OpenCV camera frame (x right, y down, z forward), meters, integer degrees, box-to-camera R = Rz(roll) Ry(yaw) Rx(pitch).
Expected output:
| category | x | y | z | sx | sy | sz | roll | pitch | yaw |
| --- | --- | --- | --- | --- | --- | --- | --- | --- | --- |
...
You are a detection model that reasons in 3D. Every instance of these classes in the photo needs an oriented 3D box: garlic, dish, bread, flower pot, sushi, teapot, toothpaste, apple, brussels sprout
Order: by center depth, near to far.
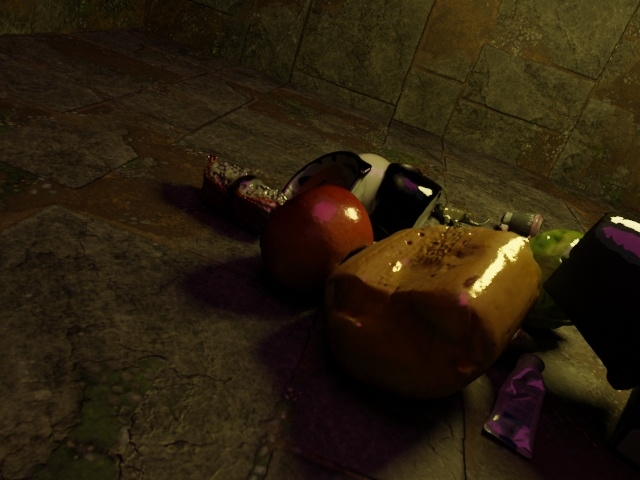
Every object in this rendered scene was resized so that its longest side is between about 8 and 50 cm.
| category | x | y | z | sx | sy | sz | roll | pitch | yaw |
| --- | --- | --- | --- | --- | --- | --- | --- | --- | --- |
| bread | 0.204 | 0.145 | 1.036 | 0.360 | 0.250 | 0.394 | 4 | 24 | 39 |
| toothpaste | 0.406 | 0.326 | 1.063 | 0.096 | 0.061 | 0.266 | 30 | 35 | 17 |
| flower pot | 0.643 | 0.087 | 1.087 | 0.251 | 0.379 | 0.379 | 42 | 32 | 19 |
| apple | 0.000 | 0.000 | 1.188 | 0.206 | 0.251 | 0.271 | 51 | 20 | 23 |
| garlic | 0.438 | 0.228 | 1.195 | 0.152 | 0.084 | 0.066 | 36 | 27 | -42 |
| brussels sprout | 0.595 | 0.108 | 1.357 | 0.259 | 0.294 | 0.227 | 56 | 13 | -41 |
| sushi | -0.209 | -0.119 | 1.412 | 0.332 | 0.124 | 0.130 | 30 | 38 | 17 |
| dish | 0.025 | -0.125 | 1.502 | 0.120 | 0.303 | 0.303 | 53 | 5 | -36 |
| teapot | 0.751 | -0.045 | 1.977 | 0.145 | 0.148 | 0.116 | 19 | -13 | 26 |

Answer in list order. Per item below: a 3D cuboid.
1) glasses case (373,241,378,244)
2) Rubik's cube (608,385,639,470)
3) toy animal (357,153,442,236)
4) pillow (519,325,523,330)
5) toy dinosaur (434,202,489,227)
| category | x | y | z | sx | sy | sz | roll | pitch | yaw |
| --- | --- | --- | --- | --- | --- | --- | --- | --- | --- |
| glasses case | 0.198 | 0.040 | 1.465 | 0.164 | 0.041 | 0.063 | 16 | 25 | -22 |
| Rubik's cube | 0.839 | 0.331 | 1.017 | 0.343 | 0.337 | 0.344 | 34 | 31 | 28 |
| toy animal | 0.197 | -0.151 | 1.646 | 0.309 | 0.251 | 0.251 | 35 | 29 | 14 |
| pillow | 0.402 | 0.147 | 1.292 | 0.236 | 0.084 | 0.223 | 42 | 2 | -44 |
| toy dinosaur | 0.485 | -0.108 | 1.936 | 0.247 | 0.075 | 0.188 | 12 | 19 | -3 |
